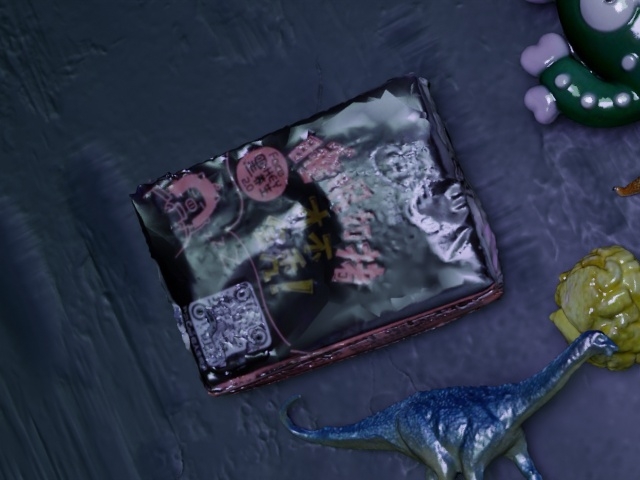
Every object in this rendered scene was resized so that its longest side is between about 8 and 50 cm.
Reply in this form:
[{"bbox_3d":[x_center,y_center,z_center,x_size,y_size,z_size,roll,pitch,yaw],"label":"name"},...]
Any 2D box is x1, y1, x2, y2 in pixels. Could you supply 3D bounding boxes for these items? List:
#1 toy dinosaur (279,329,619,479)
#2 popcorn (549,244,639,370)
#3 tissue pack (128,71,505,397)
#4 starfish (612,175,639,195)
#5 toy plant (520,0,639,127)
[{"bbox_3d":[0.128,0.191,1.329,0.362,0.076,0.147,-15,84,29],"label":"toy dinosaur"},{"bbox_3d":[0.277,0.062,1.313,0.116,0.121,0.106,-45,35,-19],"label":"popcorn"},{"bbox_3d":[0.000,0.000,1.377,0.332,0.123,0.245,-22,85,14],"label":"tissue pack"},{"bbox_3d":[0.346,-0.078,1.335,0.133,0.041,0.130,-23,78,11],"label":"starfish"},{"bbox_3d":[0.306,-0.219,1.322,0.232,0.112,0.243,-4,83,13],"label":"toy plant"}]
